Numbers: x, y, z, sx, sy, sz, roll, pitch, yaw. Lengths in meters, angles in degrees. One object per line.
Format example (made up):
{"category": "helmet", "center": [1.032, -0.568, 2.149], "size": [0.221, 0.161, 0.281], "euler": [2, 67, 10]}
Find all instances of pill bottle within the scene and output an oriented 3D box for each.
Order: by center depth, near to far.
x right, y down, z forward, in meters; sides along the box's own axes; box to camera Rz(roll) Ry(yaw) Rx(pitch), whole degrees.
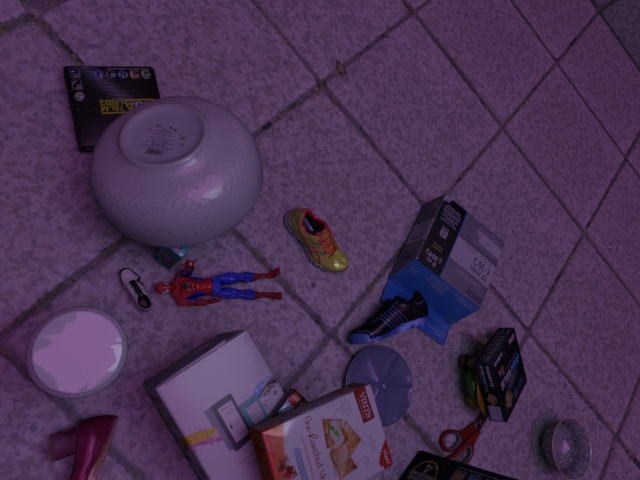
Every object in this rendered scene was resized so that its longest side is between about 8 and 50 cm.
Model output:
{"category": "pill bottle", "center": [-0.420, 0.195, 0.817], "size": [0.153, 0.265, 0.153], "euler": [7, 75, -26]}

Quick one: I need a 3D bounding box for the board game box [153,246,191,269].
{"category": "board game box", "center": [-0.265, -0.040, 1.014], "size": [0.047, 0.160, 0.210], "euler": [42, 64, -13]}

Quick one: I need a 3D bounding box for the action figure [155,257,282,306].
{"category": "action figure", "center": [-0.211, 0.094, 1.027], "size": [0.281, 0.139, 0.091], "euler": [-1, 77, -25]}

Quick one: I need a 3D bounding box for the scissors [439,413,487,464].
{"category": "scissors", "center": [0.443, 0.530, 1.316], "size": [0.297, 0.021, 0.108], "euler": [-22, 86, -30]}

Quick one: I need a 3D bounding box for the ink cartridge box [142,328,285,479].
{"category": "ink cartridge box", "center": [-0.190, 0.344, 0.936], "size": [0.197, 0.198, 0.270], "euler": [-31, 92, -30]}

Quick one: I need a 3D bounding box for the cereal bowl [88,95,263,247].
{"category": "cereal bowl", "center": [-0.285, -0.162, 0.915], "size": [0.339, 0.141, 0.338], "euler": [1, 59, -1]}

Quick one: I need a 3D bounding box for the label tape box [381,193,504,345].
{"category": "label tape box", "center": [0.352, 0.082, 1.324], "size": [0.249, 0.115, 0.347], "euler": [36, 63, -14]}

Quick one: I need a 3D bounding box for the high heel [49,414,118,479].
{"category": "high heel", "center": [-0.413, 0.454, 0.864], "size": [0.117, 0.082, 0.244], "euler": [-14, 71, -19]}

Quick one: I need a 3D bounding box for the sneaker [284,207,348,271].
{"category": "sneaker", "center": [0.000, 0.000, 1.176], "size": [0.208, 0.094, 0.081], "euler": [45, 61, -12]}

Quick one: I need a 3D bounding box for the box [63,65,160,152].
{"category": "box", "center": [-0.453, -0.295, 1.047], "size": [0.191, 0.045, 0.184], "euler": [-10, 81, -28]}

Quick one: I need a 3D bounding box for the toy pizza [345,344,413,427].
{"category": "toy pizza", "center": [0.148, 0.369, 1.196], "size": [0.201, 0.032, 0.201], "euler": [7, 73, -25]}

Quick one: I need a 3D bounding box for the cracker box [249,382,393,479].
{"category": "cracker box", "center": [0.006, 0.371, 0.845], "size": [0.232, 0.067, 0.155], "euler": [-14, 84, -31]}

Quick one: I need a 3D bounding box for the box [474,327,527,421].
{"category": "box", "center": [0.508, 0.368, 1.312], "size": [0.220, 0.051, 0.175], "euler": [-26, 102, -49]}

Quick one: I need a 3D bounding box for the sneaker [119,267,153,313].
{"category": "sneaker", "center": [-0.384, 0.103, 0.986], "size": [0.040, 0.044, 0.109], "euler": [-34, 93, -27]}

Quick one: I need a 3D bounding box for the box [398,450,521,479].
{"category": "box", "center": [0.270, 0.630, 0.987], "size": [0.318, 0.395, 0.097], "euler": [-43, 100, -27]}

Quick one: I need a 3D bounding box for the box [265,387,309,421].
{"category": "box", "center": [-0.035, 0.360, 0.883], "size": [0.137, 0.027, 0.094], "euler": [46, 59, -10]}

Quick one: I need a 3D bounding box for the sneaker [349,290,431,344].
{"category": "sneaker", "center": [0.173, 0.199, 1.212], "size": [0.232, 0.081, 0.090], "euler": [-15, 85, -20]}

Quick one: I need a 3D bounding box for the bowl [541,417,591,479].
{"category": "bowl", "center": [0.715, 0.613, 1.396], "size": [0.170, 0.080, 0.170], "euler": [7, 74, -25]}

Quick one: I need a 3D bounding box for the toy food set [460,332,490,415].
{"category": "toy food set", "center": [0.440, 0.378, 1.327], "size": [0.128, 0.071, 0.217], "euler": [23, 66, -46]}
